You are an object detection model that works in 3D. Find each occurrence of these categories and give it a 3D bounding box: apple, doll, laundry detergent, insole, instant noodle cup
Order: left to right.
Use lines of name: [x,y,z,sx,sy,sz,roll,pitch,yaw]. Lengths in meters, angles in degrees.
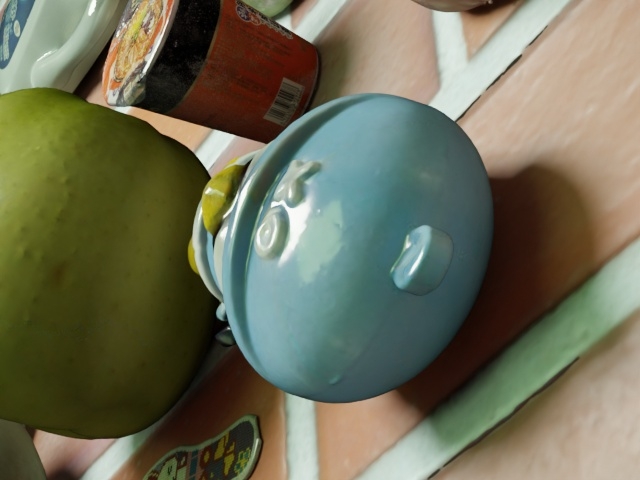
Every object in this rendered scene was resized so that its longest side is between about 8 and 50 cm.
apple: [-0.195,0.023,1.061,0.279,0.279,0.279,-43,36,42]
laundry detergent: [-0.260,-0.282,1.591,0.280,0.105,0.215,-37,39,45]
insole: [-0.093,0.172,1.037,0.197,0.004,0.065,-34,42,50]
instant noodle cup: [-0.079,-0.136,1.090,0.127,0.136,0.127,-44,35,42]
doll: [0.000,0.000,0.834,0.177,0.141,0.314,-67,22,-6]

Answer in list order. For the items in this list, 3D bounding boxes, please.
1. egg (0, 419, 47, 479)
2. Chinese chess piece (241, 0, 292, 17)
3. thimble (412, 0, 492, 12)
egg: [-0.349,0.271,1.170,0.258,0.258,0.352,-40,33,45]
Chinese chess piece: [-0.045,-0.278,1.202,0.188,0.083,0.188,-47,32,43]
thimble: [0.073,-0.275,0.873,0.239,0.162,0.239,-43,37,43]
